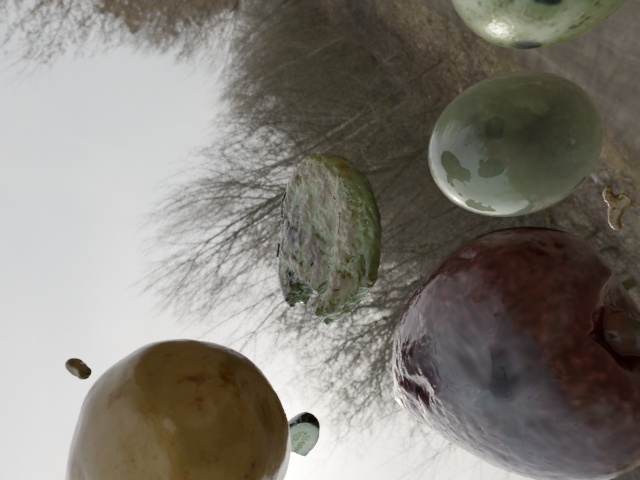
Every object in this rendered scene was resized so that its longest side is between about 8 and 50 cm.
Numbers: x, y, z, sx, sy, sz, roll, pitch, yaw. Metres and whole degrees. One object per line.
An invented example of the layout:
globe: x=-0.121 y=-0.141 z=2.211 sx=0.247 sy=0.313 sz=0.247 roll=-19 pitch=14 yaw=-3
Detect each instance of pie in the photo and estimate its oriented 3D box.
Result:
pie: x=0.001 y=-0.008 z=0.753 sx=0.067 sy=0.302 sz=0.302 roll=1 pitch=-133 yaw=-34

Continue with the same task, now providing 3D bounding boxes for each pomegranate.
pomegranate: x=-0.203 y=0.327 z=0.645 sx=0.342 sy=0.342 sz=0.342 roll=49 pitch=-165 yaw=-18

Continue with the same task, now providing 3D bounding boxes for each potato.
potato: x=-0.695 y=0.371 z=1.233 sx=0.092 sy=0.045 sz=0.046 roll=23 pitch=148 yaw=20

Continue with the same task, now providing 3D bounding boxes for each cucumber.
cucumber: x=-0.055 y=0.547 z=1.233 sx=0.115 sy=0.244 sz=0.063 roll=19 pitch=-134 yaw=-8

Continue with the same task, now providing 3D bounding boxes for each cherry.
cherry: x=0.189 y=0.111 z=0.428 sx=0.203 sy=0.300 sz=0.230 roll=-26 pitch=-98 yaw=-47

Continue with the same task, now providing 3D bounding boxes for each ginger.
ginger: x=0.616 y=-0.071 z=0.882 sx=0.030 sy=0.048 sz=0.097 roll=-29 pitch=-76 yaw=-48

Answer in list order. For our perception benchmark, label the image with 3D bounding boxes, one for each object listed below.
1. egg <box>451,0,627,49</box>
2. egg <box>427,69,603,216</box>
egg: x=0.205 y=-0.274 z=0.356 sx=0.177 sy=0.177 sz=0.228 roll=57 pitch=156 yaw=11
egg: x=0.351 y=-0.172 z=0.775 sx=0.352 sy=0.258 sz=0.258 roll=-17 pitch=-116 yaw=-28
